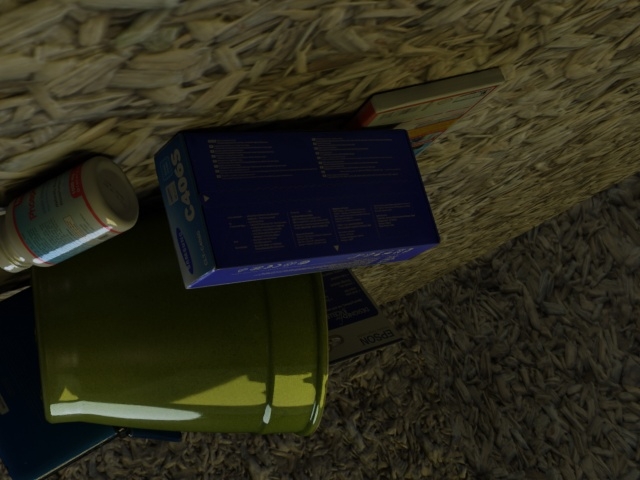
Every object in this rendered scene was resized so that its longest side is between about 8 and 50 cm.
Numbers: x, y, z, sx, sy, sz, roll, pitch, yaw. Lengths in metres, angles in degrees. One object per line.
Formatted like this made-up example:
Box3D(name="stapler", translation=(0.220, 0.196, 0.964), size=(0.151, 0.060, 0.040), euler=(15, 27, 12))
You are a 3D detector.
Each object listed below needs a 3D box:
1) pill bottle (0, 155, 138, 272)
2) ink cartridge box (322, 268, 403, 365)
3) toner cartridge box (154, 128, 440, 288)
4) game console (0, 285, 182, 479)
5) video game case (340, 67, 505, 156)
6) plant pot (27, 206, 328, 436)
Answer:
Box3D(name="pill bottle", translation=(-0.288, -0.024, 1.084), size=(0.160, 0.087, 0.087), euler=(-24, 170, 19))
Box3D(name="ink cartridge box", translation=(-0.063, 0.113, 1.689), size=(0.303, 0.307, 0.072), euler=(-13, 145, -34))
Box3D(name="toner cartridge box", translation=(-0.019, -0.046, 1.200), size=(0.347, 0.165, 0.075), euler=(-5, 163, -38))
Box3D(name="game console", translation=(-0.392, 0.226, 1.506), size=(0.250, 0.293, 0.173), euler=(-29, 151, -19))
Box3D(name="video game case", translation=(0.104, -0.153, 1.377), size=(0.204, 0.025, 0.285), euler=(-16, 169, -26))
Box3D(name="plant pot", translation=(-0.210, 0.108, 1.345), size=(0.353, 0.367, 0.366), euler=(-5, 166, -17))
